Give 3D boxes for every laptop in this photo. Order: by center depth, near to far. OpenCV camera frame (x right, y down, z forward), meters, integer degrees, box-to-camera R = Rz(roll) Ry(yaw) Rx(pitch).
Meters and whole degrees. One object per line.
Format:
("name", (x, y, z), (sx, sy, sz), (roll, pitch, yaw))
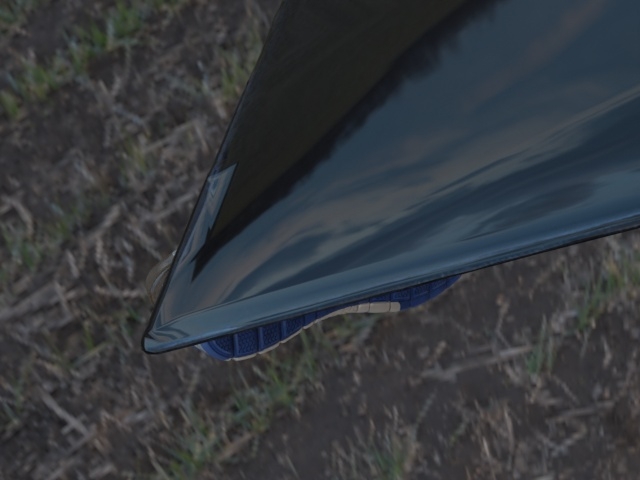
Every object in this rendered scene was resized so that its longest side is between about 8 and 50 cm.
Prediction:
("laptop", (0.184, -0.057, 0.654), (0.382, 0.408, 0.236), (-15, 67, 23))

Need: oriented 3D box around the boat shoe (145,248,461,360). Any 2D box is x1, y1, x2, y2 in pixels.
("boat shoe", (0.000, 0.000, 0.712), (0.183, 0.066, 0.066), (-15, 28, -37))
